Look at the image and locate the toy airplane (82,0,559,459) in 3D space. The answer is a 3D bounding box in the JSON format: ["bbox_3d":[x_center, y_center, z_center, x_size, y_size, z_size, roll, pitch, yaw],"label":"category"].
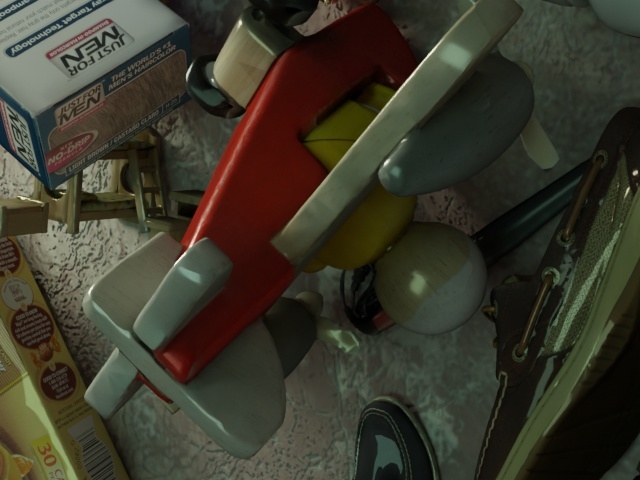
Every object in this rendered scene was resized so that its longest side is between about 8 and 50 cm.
[{"bbox_3d":[0.000,0.000,0.863,0.272,0.386,0.384,29,91,-12],"label":"toy airplane"}]

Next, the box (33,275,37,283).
[{"bbox_3d":[-0.423,0.093,1.353,0.220,0.051,0.175,20,105,32],"label":"box"}]

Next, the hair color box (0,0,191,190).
[{"bbox_3d":[-0.297,-0.216,1.112,0.347,0.174,0.105,40,151,24],"label":"hair color box"}]

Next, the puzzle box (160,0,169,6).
[{"bbox_3d":[-0.253,-0.439,1.179,0.409,0.052,0.272,38,114,25],"label":"puzzle box"}]

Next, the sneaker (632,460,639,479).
[{"bbox_3d":[0.263,0.245,0.845,0.146,0.134,0.344,36,113,26],"label":"sneaker"}]

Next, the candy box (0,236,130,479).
[{"bbox_3d":[-0.346,0.161,1.234,0.183,0.087,0.316,-24,91,21],"label":"candy box"}]

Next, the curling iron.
[{"bbox_3d":[0.118,0.002,0.978,0.274,0.035,0.068,-31,77,33],"label":"curling iron"}]

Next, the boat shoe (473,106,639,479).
[{"bbox_3d":[0.189,0.062,0.898,0.123,0.123,0.342,41,119,43],"label":"boat shoe"}]

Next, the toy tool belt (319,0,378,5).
[{"bbox_3d":[0.008,-0.226,1.021,0.083,0.051,0.052,35,113,27],"label":"toy tool belt"}]

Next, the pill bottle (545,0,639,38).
[{"bbox_3d":[0.271,-0.201,0.775,0.283,0.160,0.160,20,106,32],"label":"pill bottle"}]

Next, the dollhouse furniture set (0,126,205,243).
[{"bbox_3d":[-0.194,-0.052,1.099,0.161,0.182,0.101,13,102,33],"label":"dollhouse furniture set"}]

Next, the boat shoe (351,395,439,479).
[{"bbox_3d":[0.058,0.239,1.027,0.075,0.065,0.206,-3,93,35],"label":"boat shoe"}]
